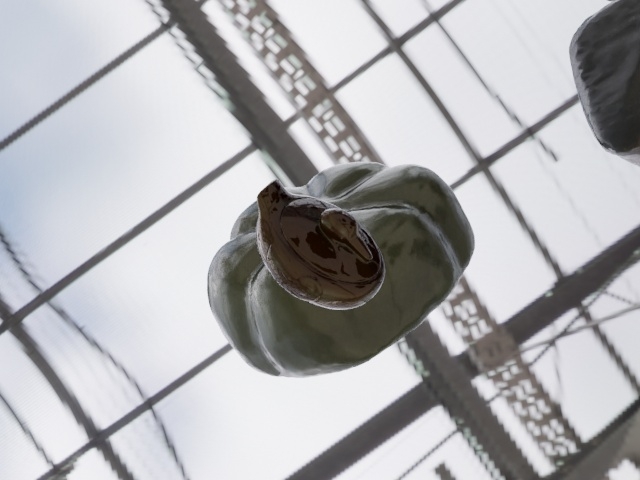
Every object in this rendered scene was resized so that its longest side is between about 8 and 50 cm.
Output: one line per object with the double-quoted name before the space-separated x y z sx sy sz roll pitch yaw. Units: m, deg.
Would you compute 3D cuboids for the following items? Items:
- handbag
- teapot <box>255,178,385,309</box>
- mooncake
"handbag" 0.347 -0.137 1.161 0.181 0.254 0.181 22 -137 -42
"teapot" 0.000 0.000 1.230 0.129 0.078 0.098 40 -136 9
"mooncake" 0.016 0.021 1.474 0.275 0.275 0.135 -38 -65 -21
